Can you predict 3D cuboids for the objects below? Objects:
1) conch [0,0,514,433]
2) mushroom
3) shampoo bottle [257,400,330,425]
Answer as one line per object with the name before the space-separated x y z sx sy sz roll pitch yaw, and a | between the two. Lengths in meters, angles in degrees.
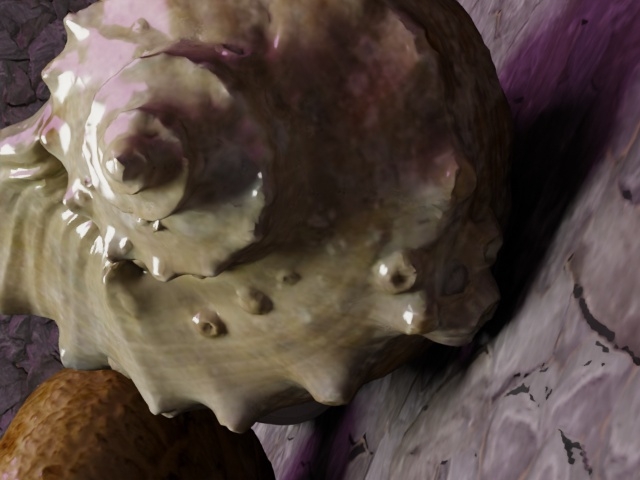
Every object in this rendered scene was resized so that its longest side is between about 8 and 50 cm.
conch | -0.029 -0.005 0.674 0.297 0.352 0.210 -19 68 22
mushroom | -0.124 0.189 0.775 0.253 0.153 0.253 -47 -34 -46
shampoo bottle | -0.041 0.078 0.909 0.303 0.092 0.092 161 132 -76
